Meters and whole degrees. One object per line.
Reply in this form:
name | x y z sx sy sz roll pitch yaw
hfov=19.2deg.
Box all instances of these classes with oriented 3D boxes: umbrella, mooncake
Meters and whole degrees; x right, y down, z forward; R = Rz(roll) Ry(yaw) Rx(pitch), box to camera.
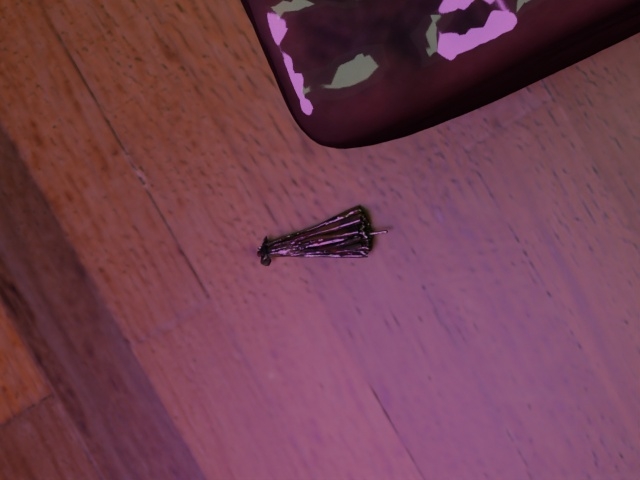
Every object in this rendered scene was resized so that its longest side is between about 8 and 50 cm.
umbrella | 0.001 0.000 1.144 0.083 0.020 0.031 -11 93 22
mooncake | 0.102 -0.174 0.946 0.326 0.334 0.174 -24 88 57
